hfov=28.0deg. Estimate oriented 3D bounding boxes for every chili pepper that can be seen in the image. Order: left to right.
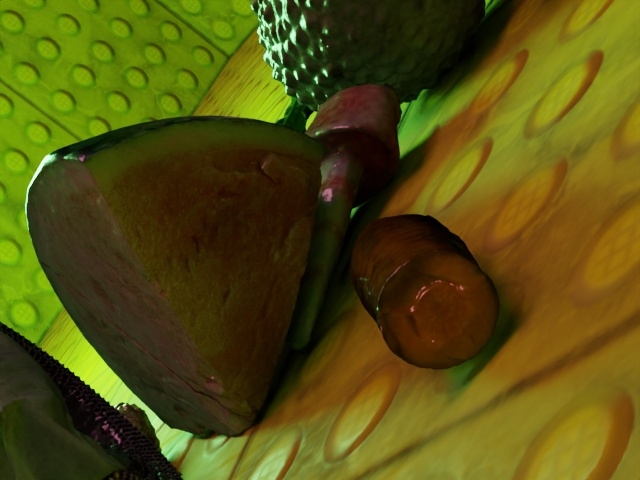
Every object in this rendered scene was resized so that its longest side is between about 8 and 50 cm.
[{"bbox_3d":[-0.039,-0.152,1.746,0.100,0.074,0.257,-45,13,33],"label":"chili pepper"}]

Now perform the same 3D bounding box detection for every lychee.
[{"bbox_3d":[0.040,-0.259,1.325,0.274,0.255,0.255,-55,10,23],"label":"lychee"}]

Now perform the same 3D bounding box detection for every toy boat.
[{"bbox_3d":[0.000,0.000,1.197,0.206,0.096,0.282,-48,24,49],"label":"toy boat"}]

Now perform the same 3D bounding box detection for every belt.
[{"bbox_3d":[-0.257,0.164,1.102,0.122,0.325,0.260,-52,-23,-2],"label":"belt"}]

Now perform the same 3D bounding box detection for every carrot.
[{"bbox_3d":[0.063,0.027,0.828,0.082,0.082,0.173,-52,9,4],"label":"carrot"}]

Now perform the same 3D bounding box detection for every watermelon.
[{"bbox_3d":[-0.105,0.005,1.161,0.222,0.319,0.292,-41,19,-21],"label":"watermelon"}]

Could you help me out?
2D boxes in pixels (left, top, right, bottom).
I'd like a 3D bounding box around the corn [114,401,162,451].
[{"bbox_3d":[-0.251,0.284,1.244,0.290,0.098,0.098,-52,11,-20],"label":"corn"}]
